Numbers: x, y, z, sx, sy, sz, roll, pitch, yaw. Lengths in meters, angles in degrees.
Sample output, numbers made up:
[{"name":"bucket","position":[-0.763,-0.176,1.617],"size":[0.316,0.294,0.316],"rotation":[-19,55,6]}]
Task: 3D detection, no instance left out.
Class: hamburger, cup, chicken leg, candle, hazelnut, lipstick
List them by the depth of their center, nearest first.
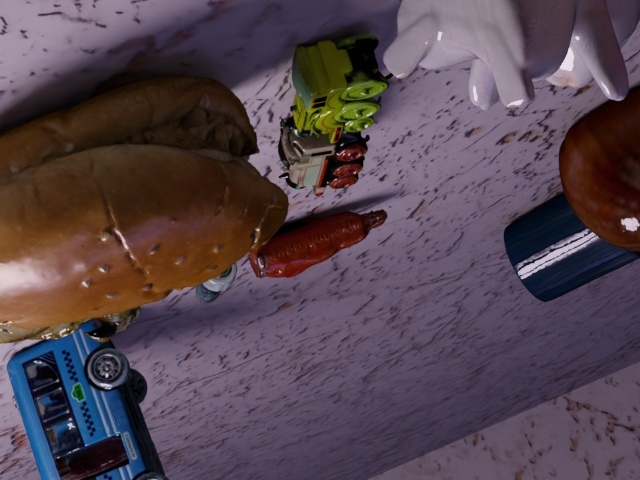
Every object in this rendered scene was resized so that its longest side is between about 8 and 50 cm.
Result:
[{"name":"hamburger","position":[-0.165,-0.026,1.201],"size":[0.283,0.144,0.156],"rotation":[-19,163,-8]},{"name":"chicken leg","position":[-0.223,0.048,1.459],"size":[0.103,0.088,0.228],"rotation":[-46,153,23]},{"name":"candle","position":[0.000,0.000,1.687],"size":[0.162,0.053,0.048],"rotation":[-19,169,-25]},{"name":"lipstick","position":[-0.112,0.045,1.701],"size":[0.037,0.037,0.116],"rotation":[-18,167,-18]},{"name":"hazelnut","position":[0.361,-0.070,1.725],"size":[0.212,0.181,0.181],"rotation":[-24,163,-2]},{"name":"cup","position":[0.314,0.001,2.014],"size":[0.138,0.113,0.150],"rotation":[-29,161,26]}]

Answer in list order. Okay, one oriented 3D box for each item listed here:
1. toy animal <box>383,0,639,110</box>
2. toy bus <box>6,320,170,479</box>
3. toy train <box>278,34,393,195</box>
[{"name":"toy animal","position":[0.181,-0.162,1.246],"size":[0.140,0.138,0.282],"rotation":[10,-175,41]},{"name":"toy bus","position":[-0.229,0.218,1.707],"size":[0.134,0.246,0.113],"rotation":[-21,163,-1]},{"name":"toy train","position":[0.007,-0.099,1.377],"size":[0.085,0.053,0.249],"rotation":[-13,163,-9]}]
